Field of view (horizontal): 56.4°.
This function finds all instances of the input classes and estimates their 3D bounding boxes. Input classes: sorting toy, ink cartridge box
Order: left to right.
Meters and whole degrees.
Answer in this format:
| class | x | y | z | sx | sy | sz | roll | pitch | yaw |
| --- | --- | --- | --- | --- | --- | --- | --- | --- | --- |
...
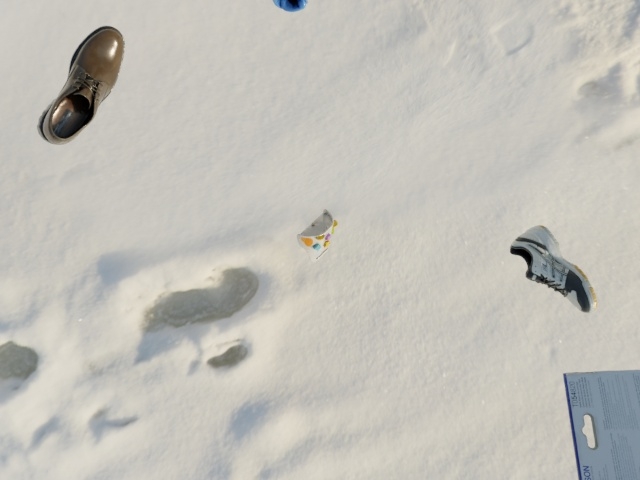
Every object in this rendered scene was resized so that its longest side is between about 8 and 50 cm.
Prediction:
| class | x | y | z | sx | sy | sz | roll | pitch | yaw |
| --- | --- | --- | --- | --- | --- | --- | --- | --- | --- |
| sorting toy | 0.000 | 0.000 | 1.073 | 0.044 | 0.083 | 0.075 | 26 | 140 | 25 |
| ink cartridge box | 0.537 | 0.324 | 0.997 | 0.223 | 0.223 | 0.045 | -5 | 142 | 18 |

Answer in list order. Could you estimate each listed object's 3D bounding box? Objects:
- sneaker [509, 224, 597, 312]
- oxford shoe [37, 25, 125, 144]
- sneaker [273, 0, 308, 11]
| class | x | y | z | sx | sy | sz | roll | pitch | yaw |
| --- | --- | --- | --- | --- | --- | --- | --- | --- | --- |
| sneaker | 0.186 | 0.028 | 0.485 | 0.037 | 0.032 | 0.083 | -27 | 60 | -8 |
| oxford shoe | -0.389 | -0.259 | 1.009 | 0.082 | 0.096 | 0.227 | 28 | 85 | -35 |
| sneaker | -0.057 | -0.475 | 1.092 | 0.091 | 0.240 | 0.126 | -1 | 101 | 15 |
